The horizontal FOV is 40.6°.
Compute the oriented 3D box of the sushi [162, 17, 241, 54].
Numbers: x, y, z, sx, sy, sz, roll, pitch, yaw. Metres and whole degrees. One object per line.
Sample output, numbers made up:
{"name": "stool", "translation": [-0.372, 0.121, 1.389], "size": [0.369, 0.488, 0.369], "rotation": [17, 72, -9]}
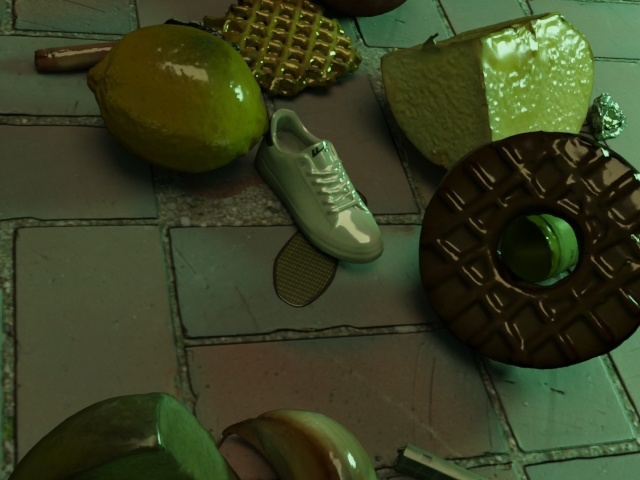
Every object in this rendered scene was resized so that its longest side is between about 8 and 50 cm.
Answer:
{"name": "sushi", "translation": [-0.199, -0.294, 1.378], "size": [0.150, 0.090, 0.078], "rotation": [23, 44, 5]}

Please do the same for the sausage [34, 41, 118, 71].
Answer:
{"name": "sausage", "translation": [-0.354, -0.291, 1.361], "size": [0.186, 0.043, 0.043], "rotation": [-13, 56, -25]}

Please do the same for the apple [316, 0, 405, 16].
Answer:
{"name": "apple", "translation": [0.070, -0.559, 1.559], "size": [0.306, 0.235, 0.305], "rotation": [4, 72, -12]}

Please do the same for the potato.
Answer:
{"name": "potato", "translation": [-0.183, 0.212, 0.844], "size": [0.270, 0.255, 0.112], "rotation": [-6, 54, -21]}

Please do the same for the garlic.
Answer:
{"name": "garlic", "translation": [-0.002, 0.255, 0.973], "size": [0.115, 0.128, 0.206], "rotation": [0, 39, -48]}

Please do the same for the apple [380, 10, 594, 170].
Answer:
{"name": "apple", "translation": [0.283, -0.254, 1.389], "size": [0.309, 0.252, 0.314], "rotation": [-22, 62, -44]}

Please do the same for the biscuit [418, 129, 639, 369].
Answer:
{"name": "biscuit", "translation": [0.289, 0.010, 1.153], "size": [0.332, 0.332, 0.103], "rotation": [39, 7, 16]}

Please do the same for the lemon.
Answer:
{"name": "lemon", "translation": [-0.197, -0.198, 1.220], "size": [0.260, 0.204, 0.204], "rotation": [18, 48, -11]}

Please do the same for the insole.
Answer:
{"name": "insole", "translation": [0.000, 0.000, 1.246], "size": [0.086, 0.005, 0.253], "rotation": [26, 48, 5]}

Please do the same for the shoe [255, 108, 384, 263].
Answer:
{"name": "shoe", "translation": [-0.003, -0.082, 1.240], "size": [0.095, 0.110, 0.265], "rotation": [-27, 57, -32]}

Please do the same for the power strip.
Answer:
{"name": "power strip", "translation": [0.152, 0.281, 1.025], "size": [0.136, 0.051, 0.019], "rotation": [24, 52, 3]}

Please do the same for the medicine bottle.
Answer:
{"name": "medicine bottle", "translation": [0.364, -0.022, 1.300], "size": [0.239, 0.124, 0.124], "rotation": [-23, 61, -30]}

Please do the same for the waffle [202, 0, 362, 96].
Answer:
{"name": "waffle", "translation": [-0.062, -0.343, 1.488], "size": [0.245, 0.052, 0.254], "rotation": [-20, 60, -29]}

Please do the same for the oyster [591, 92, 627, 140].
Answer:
{"name": "oyster", "translation": [0.524, -0.222, 1.581], "size": [0.100, 0.037, 0.098], "rotation": [4, 66, -40]}
